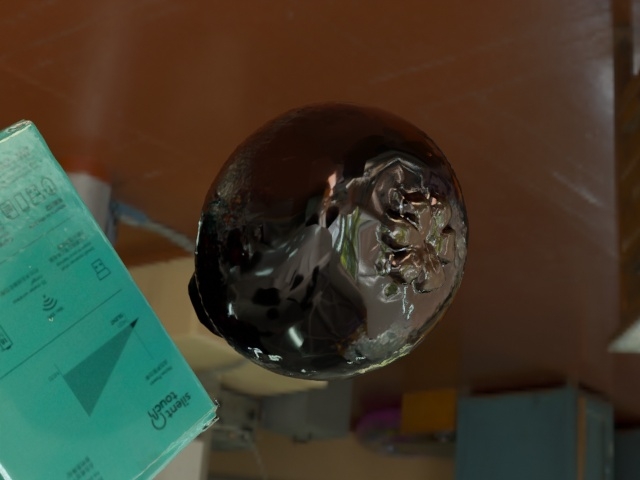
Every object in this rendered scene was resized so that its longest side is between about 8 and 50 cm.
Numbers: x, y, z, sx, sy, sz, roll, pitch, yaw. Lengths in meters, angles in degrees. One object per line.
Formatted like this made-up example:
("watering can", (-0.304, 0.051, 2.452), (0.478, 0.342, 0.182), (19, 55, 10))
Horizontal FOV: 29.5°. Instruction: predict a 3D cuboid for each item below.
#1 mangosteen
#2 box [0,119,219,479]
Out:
("mangosteen", (0.000, 0.000, 0.935), (0.243, 0.243, 0.243), (4, 159, 2))
("box", (-0.255, 0.084, 1.006), (0.118, 0.205, 0.311), (-21, 105, 49))
